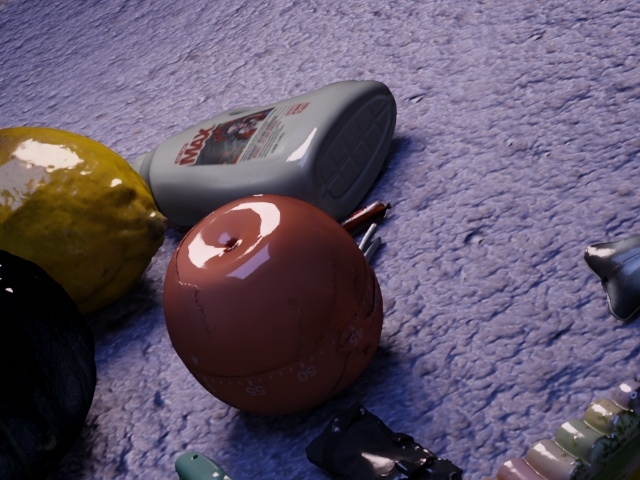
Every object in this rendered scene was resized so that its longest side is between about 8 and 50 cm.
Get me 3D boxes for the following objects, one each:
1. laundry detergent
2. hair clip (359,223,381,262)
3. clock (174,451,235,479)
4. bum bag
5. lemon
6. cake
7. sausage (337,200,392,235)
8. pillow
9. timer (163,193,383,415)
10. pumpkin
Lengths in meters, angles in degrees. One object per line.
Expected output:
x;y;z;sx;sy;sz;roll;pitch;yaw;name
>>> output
-0.108;-0.106;2.072;0.398;0.124;0.264;-6;37;37;laundry detergent
0.056;0.027;1.815;0.039;0.030;0.115;7;43;18;hair clip
-0.160;0.310;1.505;0.211;0.066;0.159;-38;30;-17;clock
0.054;0.210;1.500;0.087;0.049;0.198;-33;29;-20;bum bag
-0.366;-0.016;1.998;0.316;0.285;0.285;24;42;0;lemon
0.222;0.205;1.304;0.225;0.109;0.090;-42;32;-23;cake
0.000;0.000;1.903;0.198;0.025;0.028;-28;37;0;sausage
0.342;0.020;1.553;0.136;0.055;0.091;-25;31;8;pillow
-0.051;0.072;1.646;0.230;0.215;0.229;-22;35;17;timer
-0.437;0.170;1.759;0.363;0.266;0.363;-26;28;15;pumpkin
